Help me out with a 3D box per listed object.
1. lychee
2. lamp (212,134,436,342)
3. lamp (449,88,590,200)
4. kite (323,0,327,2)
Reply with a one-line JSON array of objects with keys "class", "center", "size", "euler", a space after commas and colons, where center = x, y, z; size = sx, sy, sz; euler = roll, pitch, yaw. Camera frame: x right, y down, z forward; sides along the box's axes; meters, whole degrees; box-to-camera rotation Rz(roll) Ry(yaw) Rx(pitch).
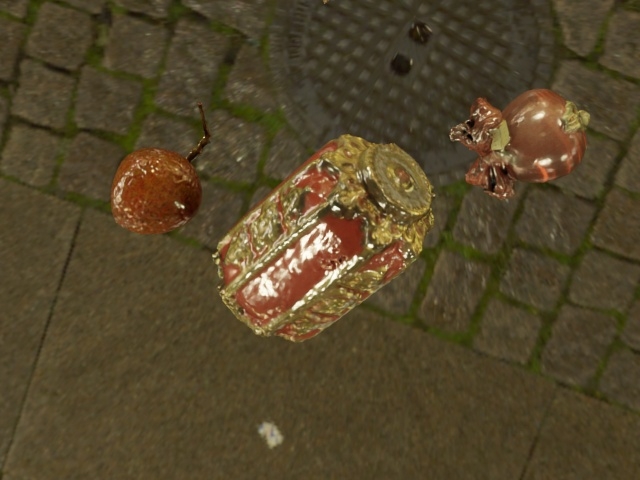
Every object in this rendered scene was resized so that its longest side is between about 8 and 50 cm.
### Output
[{"class": "lychee", "center": [-0.175, -0.065, 1.303], "size": [0.140, 0.114, 0.101], "euler": [-24, 71, -9]}, {"class": "lamp", "center": [0.000, 0.000, 1.278], "size": [0.274, 0.177, 0.177], "euler": [-37, 97, 36]}, {"class": "lamp", "center": [0.334, -0.162, 1.818], "size": [0.223, 0.151, 0.215], "euler": [-44, 140, -17]}, {"class": "kite", "center": [-0.020, -0.366, 1.557], "size": [0.016, 0.229, 0.127], "euler": [-40, 115, 8]}]
